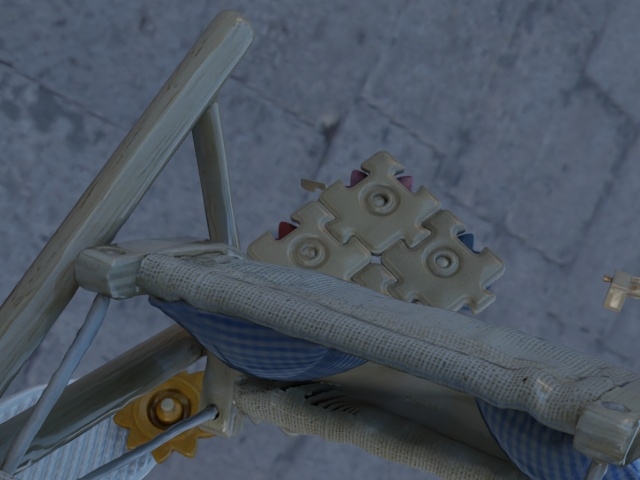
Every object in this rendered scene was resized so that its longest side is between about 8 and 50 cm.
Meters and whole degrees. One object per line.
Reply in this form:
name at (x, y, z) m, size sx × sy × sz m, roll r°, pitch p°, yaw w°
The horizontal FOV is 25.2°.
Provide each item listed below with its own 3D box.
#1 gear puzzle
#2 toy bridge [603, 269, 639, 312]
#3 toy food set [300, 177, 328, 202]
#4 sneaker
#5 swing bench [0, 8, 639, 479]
gear puzzle at (-0.017, 0.075, 1.171) m, size 0.339 × 0.175 × 0.044 m, roll -36°, pitch 156°, yaw -20°
toy bridge at (0.324, 0.062, 1.184) m, size 0.063 × 0.188 × 0.026 m, roll -51°, pitch 159°, yaw -61°
toy food set at (0.000, 0.000, 1.446) m, size 0.019 × 0.078 × 0.122 m, roll -4°, pitch 100°, yaw -27°
sneaker at (-0.272, 0.184, 1.149) m, size 0.282 × 0.161 × 0.102 m, roll -14°, pitch 84°, yaw -32°
swing bench at (0.005, 0.068, 0.479) m, size 0.254 × 0.253 × 0.165 m, roll -46°, pitch 143°, yaw -39°
